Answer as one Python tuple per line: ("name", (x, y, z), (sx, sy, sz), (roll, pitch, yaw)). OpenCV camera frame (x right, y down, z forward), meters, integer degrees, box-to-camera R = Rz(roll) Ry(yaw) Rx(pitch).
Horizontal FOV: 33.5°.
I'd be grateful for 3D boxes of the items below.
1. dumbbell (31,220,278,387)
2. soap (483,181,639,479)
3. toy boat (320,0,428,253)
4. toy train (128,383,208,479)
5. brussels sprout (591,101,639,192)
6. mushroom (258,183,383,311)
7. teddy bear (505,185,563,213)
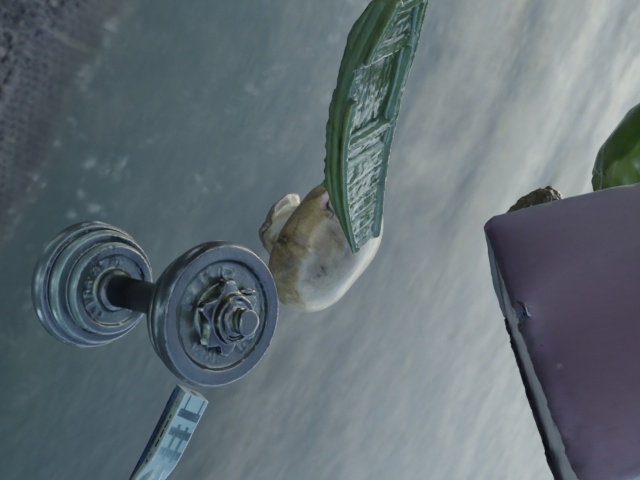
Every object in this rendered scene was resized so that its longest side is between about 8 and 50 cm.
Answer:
("dumbbell", (-0.216, 0.073, 1.346), (0.179, 0.406, 0.179), (-8, 101, -42))
("soap", (0.272, 0.062, 0.690), (0.296, 0.286, 0.107), (-93, 168, -56))
("toy boat", (0.046, -0.117, 1.038), (0.093, 0.055, 0.293), (-35, 146, -41))
("toy train", (-0.263, 0.355, 1.757), (0.052, 0.051, 0.233), (28, 88, -28))
("brussels sprout", (0.537, -0.081, 1.502), (0.289, 0.355, 0.281), (-9, 94, -19))
("mushroom", (0.000, 0.000, 1.750), (0.255, 0.184, 0.255), (-42, 159, -20))
("teddy bear", (0.334, 0.031, 1.628), (0.190, 0.140, 0.177), (-93, 164, -64))
